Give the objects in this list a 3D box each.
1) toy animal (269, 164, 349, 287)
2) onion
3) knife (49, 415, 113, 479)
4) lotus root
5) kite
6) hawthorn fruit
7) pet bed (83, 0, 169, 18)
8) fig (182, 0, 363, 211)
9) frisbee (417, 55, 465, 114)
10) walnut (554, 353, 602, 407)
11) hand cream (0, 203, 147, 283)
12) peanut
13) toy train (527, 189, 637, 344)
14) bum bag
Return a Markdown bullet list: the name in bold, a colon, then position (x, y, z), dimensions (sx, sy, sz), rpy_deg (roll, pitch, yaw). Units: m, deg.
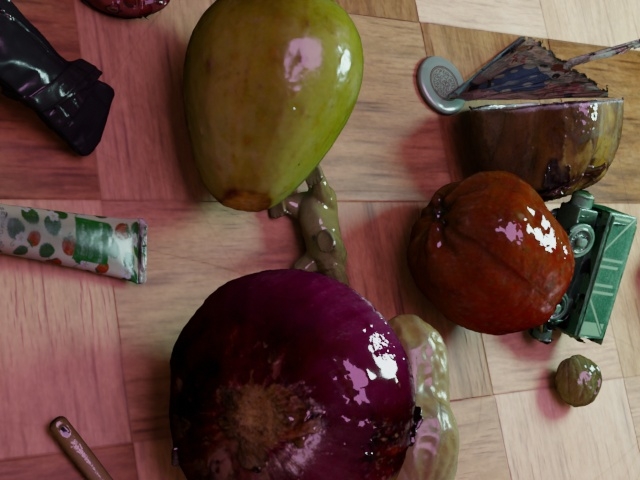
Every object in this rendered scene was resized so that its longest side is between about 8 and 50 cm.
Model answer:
- **toy animal**: position (0.000, 0.000, 1.767), dimensions (0.101, 0.103, 0.219), rpy_deg (13, 61, -59)
- **onion**: position (-0.023, 0.209, 1.562), dimensions (0.385, 0.347, 0.348), rpy_deg (2, 70, -71)
- **knife**: position (-0.258, 0.349, 1.494), dimensions (0.047, 0.017, 0.298), rpy_deg (-44, 106, -36)
- **lotus root**: position (0.394, -0.159, 2.012), dimensions (0.272, 0.272, 0.192), rpy_deg (-3, 89, -37)
- **kite**: position (0.396, -0.295, 2.047), dimensions (0.368, 0.406, 0.014), rpy_deg (-16, 116, -5)
- **hawthorn fruit**: position (0.273, 0.019, 1.860), dimensions (0.261, 0.258, 0.258), rpy_deg (17, 61, 0)
- **pet bed**: position (-0.291, -0.416, 1.705), dimensions (0.201, 0.053, 0.201), rpy_deg (9, 75, -35)
- **fig**: position (-0.081, -0.202, 1.666), dimensions (0.258, 0.258, 0.326), rpy_deg (25, 76, -28)
- **frisbee**: position (0.214, -0.273, 2.055), dimensions (0.110, 0.014, 0.110), rpy_deg (13, 67, -33)
- **walnut**: position (0.443, 0.242, 2.011), dimensions (0.092, 0.092, 0.092), rpy_deg (13, 68, -33)
- **hand cream**: position (-0.345, -0.005, 1.526), dimensions (0.276, 0.059, 0.095), rpy_deg (10, 71, -38)
- **peanut**: position (0.132, 0.261, 1.733), dimensions (0.152, 0.152, 0.313), rpy_deg (15, 64, -32)
- **toy train**: position (0.430, 0.046, 1.996), dimensions (0.154, 0.115, 0.270), rpy_deg (7, 102, -34)
- **bum bag**: position (-0.368, -0.217, 1.543), dimensions (0.248, 0.060, 0.123), rpy_deg (41, 48, -39)
